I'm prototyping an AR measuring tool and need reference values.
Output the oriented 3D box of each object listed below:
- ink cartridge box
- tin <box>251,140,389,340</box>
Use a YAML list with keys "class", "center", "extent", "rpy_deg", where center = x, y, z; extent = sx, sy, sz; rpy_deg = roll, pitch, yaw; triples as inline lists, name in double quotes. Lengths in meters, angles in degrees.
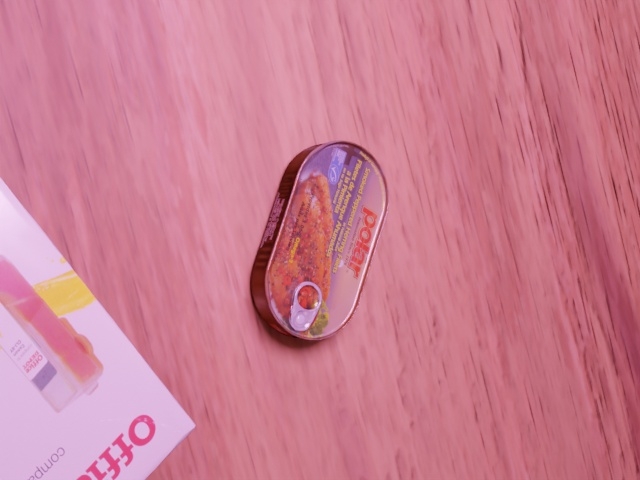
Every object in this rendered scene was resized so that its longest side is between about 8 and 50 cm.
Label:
- class: "ink cartridge box"
  center: [-0.324, 0.096, 1.439]
  extent: [0.279, 0.160, 0.384]
  rpy_deg: [-46, 112, -26]
- class: "tin"
  center: [0.000, 0.000, 1.721]
  extent: [0.106, 0.040, 0.189]
  rpy_deg: [24, 77, -26]
